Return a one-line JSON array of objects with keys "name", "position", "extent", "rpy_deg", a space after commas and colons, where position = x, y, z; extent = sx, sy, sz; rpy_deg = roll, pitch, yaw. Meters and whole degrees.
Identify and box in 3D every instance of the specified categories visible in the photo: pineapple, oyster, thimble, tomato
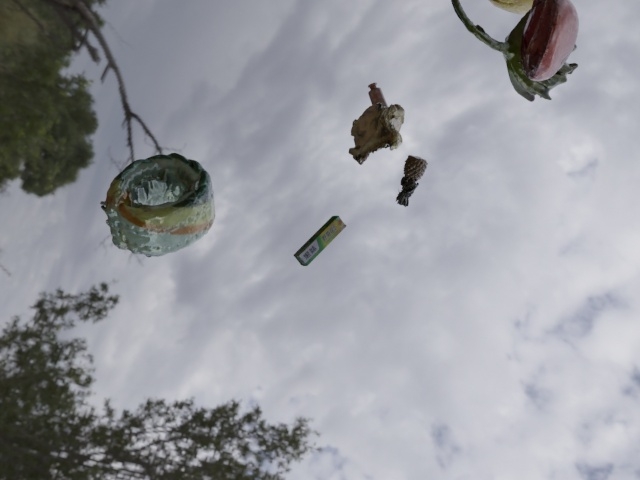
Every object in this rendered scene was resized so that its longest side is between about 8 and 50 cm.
[{"name": "pineapple", "position": [0.277, -0.183, 2.017], "extent": [0.074, 0.074, 0.159], "rpy_deg": [45, -59, 61]}, {"name": "oyster", "position": [0.133, -0.232, 1.459], "extent": [0.163, 0.081, 0.191], "rpy_deg": [-58, -156, 23]}, {"name": "thimble", "position": [-0.412, -0.091, 1.664], "extent": [0.254, 0.288, 0.167], "rpy_deg": [32, -43, 28]}, {"name": "tomato", "position": [0.502, -0.438, 1.393], "extent": [0.173, 0.099, 0.189], "rpy_deg": [104, -8, -48]}]

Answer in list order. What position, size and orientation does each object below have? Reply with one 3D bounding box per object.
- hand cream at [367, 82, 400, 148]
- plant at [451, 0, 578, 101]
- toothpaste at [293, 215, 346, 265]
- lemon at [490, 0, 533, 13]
[{"name": "hand cream", "position": [0.200, -0.405, 2.089], "extent": [0.067, 0.043, 0.209], "rpy_deg": [-22, -94, 29]}, {"name": "plant", "position": [0.445, -0.458, 1.577], "extent": [0.180, 0.333, 0.251], "rpy_deg": [149, -64, -71]}, {"name": "toothpaste", "position": [0.000, 0.000, 1.872], "extent": [0.178, 0.043, 0.037], "rpy_deg": [-45, -157, -22]}, {"name": "lemon", "position": [0.599, -0.823, 1.874], "extent": [0.348, 0.348, 0.348], "rpy_deg": [-41, -145, 39]}]
